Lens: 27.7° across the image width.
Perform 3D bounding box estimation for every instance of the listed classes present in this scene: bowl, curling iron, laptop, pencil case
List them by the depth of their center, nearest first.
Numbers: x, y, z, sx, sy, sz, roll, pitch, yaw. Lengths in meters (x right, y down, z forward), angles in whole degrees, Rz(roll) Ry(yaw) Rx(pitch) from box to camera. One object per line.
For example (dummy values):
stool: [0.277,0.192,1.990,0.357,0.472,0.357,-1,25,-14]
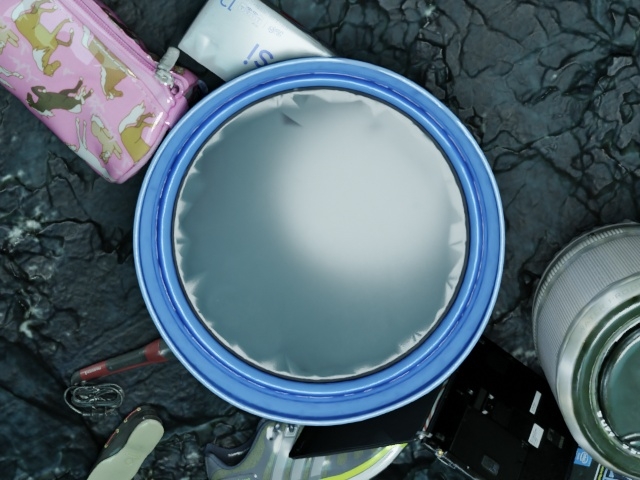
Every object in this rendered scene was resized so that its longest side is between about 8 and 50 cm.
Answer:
bowl: [0.000,0.000,1.388,0.391,0.077,0.391,0,98,1]
pencil case: [-0.305,-0.239,1.401,0.386,0.160,0.167,43,101,-9]
laptop: [0.138,0.215,1.445,0.264,0.234,0.137,36,124,0]
curling iron: [-0.183,0.143,1.565,0.274,0.035,0.068,-25,107,8]

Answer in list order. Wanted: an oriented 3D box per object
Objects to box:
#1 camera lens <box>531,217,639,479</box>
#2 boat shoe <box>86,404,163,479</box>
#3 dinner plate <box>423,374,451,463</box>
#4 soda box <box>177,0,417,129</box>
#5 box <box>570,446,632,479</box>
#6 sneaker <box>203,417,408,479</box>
camera lens: [0.339,0.108,1.349,0.219,0.274,0.220,0,104,1]
boat shoe: [-0.243,0.260,1.595,0.049,0.042,0.133,32,105,-34]
dinner plate: [0.193,0.218,1.590,0.141,0.017,0.141,0,104,0]
soda box: [-0.015,-0.175,1.448,0.286,0.091,0.098,34,101,-8]
box: [0.416,0.173,1.546,0.257,0.079,0.322,13,105,-1]
sneaker: [-0.010,0.242,1.555,0.300,0.111,0.121,-30,100,7]
